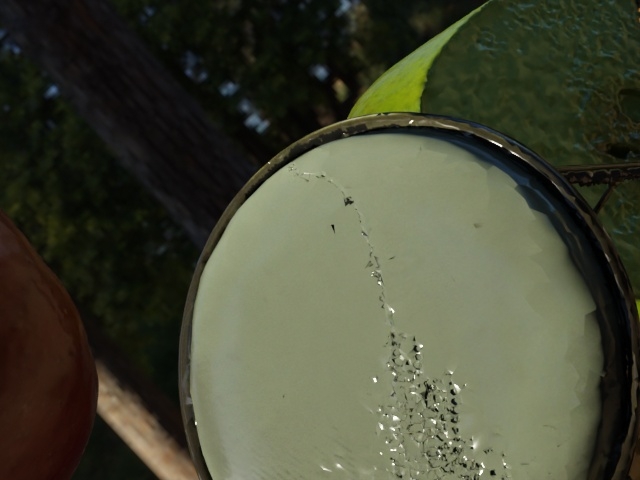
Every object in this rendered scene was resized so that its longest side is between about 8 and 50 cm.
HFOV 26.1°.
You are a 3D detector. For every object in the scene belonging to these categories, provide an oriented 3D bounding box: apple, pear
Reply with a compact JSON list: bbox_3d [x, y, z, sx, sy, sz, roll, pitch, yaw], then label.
[{"bbox_3d":[-0.226,0.074,0.715,0.201,0.218,0.218,-36,-2,-16],"label":"apple"},{"bbox_3d":[0.136,-0.042,1.007,0.292,0.292,0.159,-43,-1,-35],"label":"pear"}]

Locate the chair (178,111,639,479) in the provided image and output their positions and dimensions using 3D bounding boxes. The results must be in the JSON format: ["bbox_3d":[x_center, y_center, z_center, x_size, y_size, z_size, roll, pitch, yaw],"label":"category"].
[{"bbox_3d":[0.022,0.048,0.382,0.160,0.170,0.326,-12,-8,31],"label":"chair"}]

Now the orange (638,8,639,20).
[{"bbox_3d":[0.400,-0.193,1.318,0.206,0.206,0.206,-43,0,0],"label":"orange"}]

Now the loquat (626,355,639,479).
[{"bbox_3d":[0.238,0.171,1.327,0.179,0.179,0.227,138,149,-72],"label":"loquat"}]
